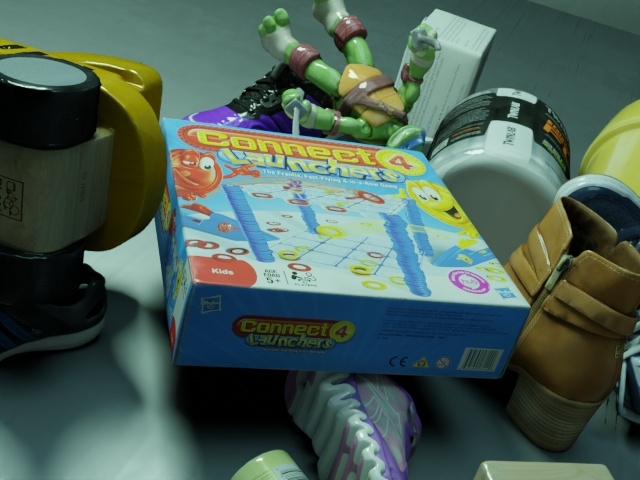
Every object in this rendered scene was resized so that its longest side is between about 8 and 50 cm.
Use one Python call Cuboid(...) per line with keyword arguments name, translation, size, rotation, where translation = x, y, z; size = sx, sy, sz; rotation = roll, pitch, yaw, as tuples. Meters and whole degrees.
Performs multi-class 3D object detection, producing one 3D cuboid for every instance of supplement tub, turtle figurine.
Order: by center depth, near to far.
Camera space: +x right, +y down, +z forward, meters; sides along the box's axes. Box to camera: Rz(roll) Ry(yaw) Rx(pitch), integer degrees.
Cuboid(name="turtle figurine", translation=(0.038, -0.232, 1.105), size=(0.266, 0.198, 0.274), rotation=(52, 22, 25))
Cuboid(name="supplement tub", translation=(0.233, -0.086, 1.152), size=(0.193, 0.194, 0.316), rotation=(18, 30, 6))

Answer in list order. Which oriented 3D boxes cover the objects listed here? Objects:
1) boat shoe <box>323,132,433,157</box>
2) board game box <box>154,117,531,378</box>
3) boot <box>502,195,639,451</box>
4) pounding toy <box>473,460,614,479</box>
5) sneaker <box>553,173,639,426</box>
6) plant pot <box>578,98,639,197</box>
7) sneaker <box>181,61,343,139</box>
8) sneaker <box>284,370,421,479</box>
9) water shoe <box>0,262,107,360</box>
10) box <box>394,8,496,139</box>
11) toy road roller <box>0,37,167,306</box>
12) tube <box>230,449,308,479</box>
Cuboid(name="boat shoe", translation=(0.078, -0.129, 1.288), size=(0.226, 0.083, 0.076), rotation=(2, 18, -39))
Cuboid(name="board game box", translation=(0.000, 0.000, 0.849), size=(0.308, 0.086, 0.302), rotation=(5, 31, -19))
Cuboid(name="boot", translation=(0.198, 0.049, 0.889), size=(0.109, 0.220, 0.283), rotation=(-5, 35, -29))
Cuboid(name="pounding toy", translation=(0.189, 0.239, 0.662), size=(0.141, 0.130, 0.100), rotation=(6, 32, -15))
Cuboid(name="sneaker", translation=(0.322, 0.074, 0.894), size=(0.099, 0.282, 0.153), rotation=(-19, 30, 22))
Cuboid(name="plant pot", translation=(0.433, -0.028, 1.121), size=(0.254, 0.254, 0.239), rotation=(30, 50, 24))
Cuboid(name="sneaker", translation=(-0.073, -0.199, 1.254), size=(0.293, 0.146, 0.102), rotation=(-10, 39, -36))
Cuboid(name="sneaker", translation=(0.047, 0.175, 0.752), size=(0.104, 0.095, 0.236), rotation=(10, 29, -23))
Cuboid(name="water shoe", translation=(-0.295, 0.065, 0.789), size=(0.203, 0.080, 0.073), rotation=(-13, 40, -38))
Cuboid(name="box", translation=(0.200, -0.270, 1.454), size=(0.119, 0.182, 0.181), rotation=(22, 32, 9))
Cuboid(name="toy road roller", translation=(-0.295, -0.099, 0.811), size=(0.329, 0.202, 0.240), rotation=(20, 25, 16))
Cuboid(name="tube", translation=(0.014, 0.261, 0.630), size=(0.240, 0.070, 0.062), rotation=(46, 0, 34))
